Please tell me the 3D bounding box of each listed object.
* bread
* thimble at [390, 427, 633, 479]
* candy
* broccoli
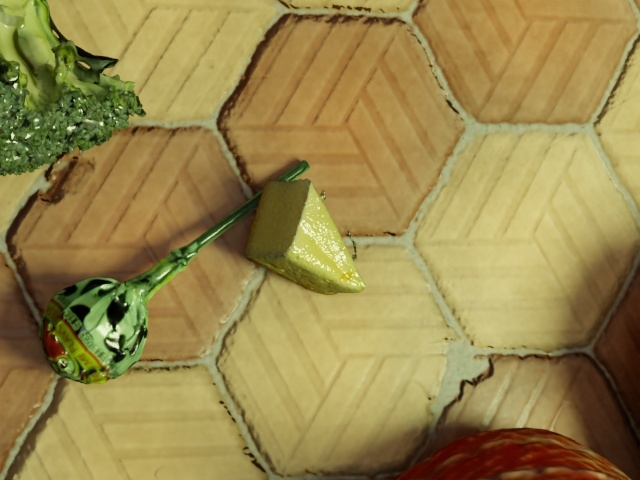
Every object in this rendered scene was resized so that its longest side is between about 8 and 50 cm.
[{"bbox_3d":[0.000,0.000,0.884,0.109,0.084,0.080,28,74,-30],"label":"bread"},{"bbox_3d":[0.179,0.342,0.802,0.351,0.230,0.349,-1,96,-6],"label":"thimble"},{"bbox_3d":[-0.121,0.020,0.885,0.305,0.083,0.091,-37,90,-19],"label":"candy"},{"bbox_3d":[-0.308,-0.233,0.815,0.252,0.221,0.361,-13,76,-18],"label":"broccoli"}]
